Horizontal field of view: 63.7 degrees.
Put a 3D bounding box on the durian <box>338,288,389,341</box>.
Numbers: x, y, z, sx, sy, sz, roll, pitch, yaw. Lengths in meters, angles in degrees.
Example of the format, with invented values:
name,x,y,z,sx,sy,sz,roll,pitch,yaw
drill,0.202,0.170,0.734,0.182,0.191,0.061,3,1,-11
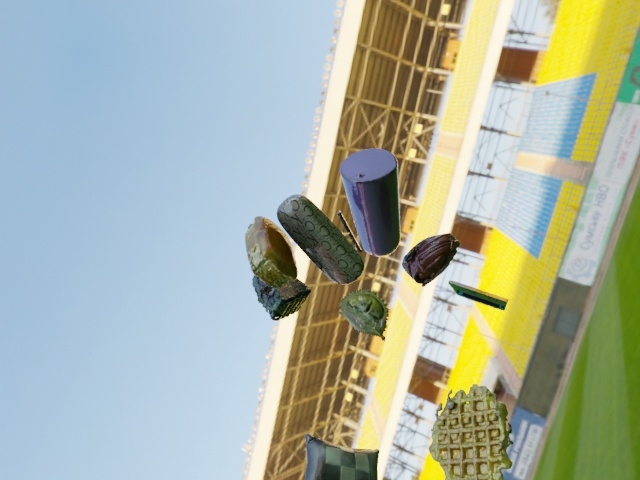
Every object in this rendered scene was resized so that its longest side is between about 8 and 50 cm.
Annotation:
name,x,y,z,sx,sy,sz,roll,pitch,yaw
durian,0.165,0.247,1.721,0.147,0.208,0.102,-35,2,12

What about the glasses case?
name,x,y,z,sx,sy,sz,roll,pitch,yaw
glasses case,0.000,0.000,1.690,0.137,0.354,0.085,-36,10,36

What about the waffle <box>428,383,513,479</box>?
name,x,y,z,sx,sy,sz,roll,pitch,yaw
waffle,0.414,0.545,1.407,0.060,0.262,0.280,28,-80,-38

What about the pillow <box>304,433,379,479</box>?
name,x,y,z,sx,sy,sz,roll,pitch,yaw
pillow,0.062,0.691,1.535,0.185,0.250,0.106,-84,17,-44

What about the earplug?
name,x,y,z,sx,sy,sz,roll,pitch,yaw
earplug,0.220,-0.122,2.035,0.215,0.215,0.455,-53,-37,-34

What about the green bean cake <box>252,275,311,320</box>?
name,x,y,z,sx,sy,sz,roll,pitch,yaw
green bean cake,-0.163,0.173,1.789,0.193,0.208,0.107,-18,-39,-59

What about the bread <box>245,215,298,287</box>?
name,x,y,z,sx,sy,sz,roll,pitch,yaw
bread,-0.161,0.035,1.651,0.174,0.121,0.245,51,-165,-35

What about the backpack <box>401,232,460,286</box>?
name,x,y,z,sx,sy,sz,roll,pitch,yaw
backpack,0.424,0.059,1.922,0.229,0.138,0.229,-32,-19,-12

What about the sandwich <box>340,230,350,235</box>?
name,x,y,z,sx,sy,sz,roll,pitch,yaw
sandwich,0.041,-0.043,1.967,0.074,0.117,0.074,7,-116,-62

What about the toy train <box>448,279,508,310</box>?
name,x,y,z,sx,sy,sz,roll,pitch,yaw
toy train,0.546,0.194,1.806,0.044,0.209,0.042,-19,-56,-63

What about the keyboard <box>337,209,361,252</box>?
name,x,y,z,sx,sy,sz,roll,pitch,yaw
keyboard,0.123,-0.038,2.171,0.195,0.018,0.060,61,-170,-9
